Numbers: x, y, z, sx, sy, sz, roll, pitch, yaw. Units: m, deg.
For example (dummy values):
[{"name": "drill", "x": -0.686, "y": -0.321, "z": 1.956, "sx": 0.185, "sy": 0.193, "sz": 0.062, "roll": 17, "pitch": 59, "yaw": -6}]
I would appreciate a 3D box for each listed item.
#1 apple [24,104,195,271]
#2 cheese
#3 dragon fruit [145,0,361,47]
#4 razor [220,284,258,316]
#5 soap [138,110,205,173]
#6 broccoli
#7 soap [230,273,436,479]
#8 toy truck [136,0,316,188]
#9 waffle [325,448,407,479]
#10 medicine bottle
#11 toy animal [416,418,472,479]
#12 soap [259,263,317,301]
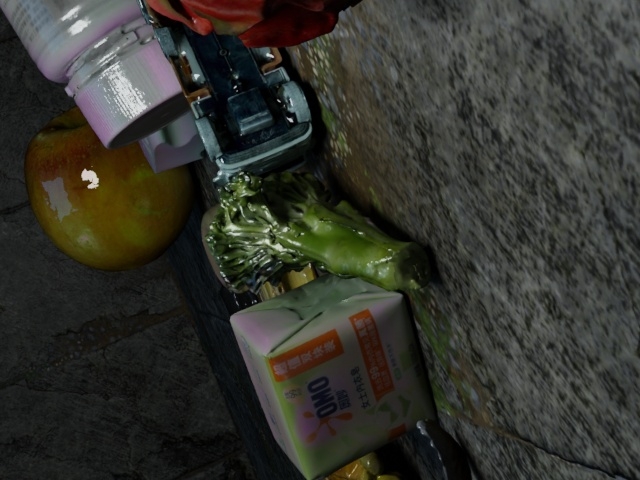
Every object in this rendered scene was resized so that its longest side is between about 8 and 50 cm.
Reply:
[{"name": "apple", "x": -0.429, "y": -0.126, "z": 2.246, "sx": 0.384, "sy": 0.374, "sz": 0.374, "roll": -69, "pitch": -32, "yaw": -56}, {"name": "cheese", "x": -0.145, "y": 0.003, "z": 1.849, "sx": 0.163, "sy": 0.082, "sz": 0.286, "roll": 65, "pitch": 165, "yaw": 3}, {"name": "dragon fruit", "x": -0.049, "y": -0.262, "z": 0.822, "sx": 0.293, "sy": 0.234, "sz": 0.233, "roll": -108, "pitch": -3, "yaw": -82}, {"name": "razor", "x": -0.168, "y": 0.125, "z": 2.188, "sx": 0.090, "sy": 0.054, "sz": 0.148, "roll": 64, "pitch": 167, "yaw": -4}, {"name": "soap", "x": -0.295, "y": -0.272, "z": 1.921, "sx": 0.193, "sy": 0.109, "sz": 0.323, "roll": 55, "pitch": 161, "yaw": 39}, {"name": "broccoli", "x": 0.003, "y": 0.006, "z": 1.160, "sx": 0.304, "sy": 0.165, "sz": 0.145, "roll": 13, "pitch": 101, "yaw": 51}, {"name": "soap", "x": 0.016, "y": 0.151, "z": 1.259, "sx": 0.138, "sy": 0.182, "sz": 0.199, "roll": 42, "pitch": 152, "yaw": 59}, {"name": "toy truck", "x": -0.118, "y": -0.207, "z": 1.303, "sx": 0.162, "sy": 0.136, "sz": 0.305, "roll": 85, "pitch": 161, "yaw": -70}, {"name": "waffle", "x": 0.044, "y": 0.342, "z": 1.565, "sx": 0.282, "sy": 0.058, "sz": 0.300, "roll": 24, "pitch": 151, "yaw": 52}, {"name": "medicine bottle", "x": -0.320, "y": -0.328, "z": 1.617, "sx": 0.324, "sy": 0.256, "sz": 0.256, "roll": 58, "pitch": 166, "yaw": 1}, {"name": "toy animal", "x": 0.172, "y": 0.358, "z": 1.141, "sx": 0.197, "sy": 0.272, "sz": 0.160, "roll": 33, "pitch": 161, "yaw": -26}, {"name": "soap", "x": -0.026, "y": 0.131, "z": 1.612, "sx": 0.233, "sy": 0.076, "sz": 0.135, "roll": 68, "pitch": 165, "yaw": -4}]
